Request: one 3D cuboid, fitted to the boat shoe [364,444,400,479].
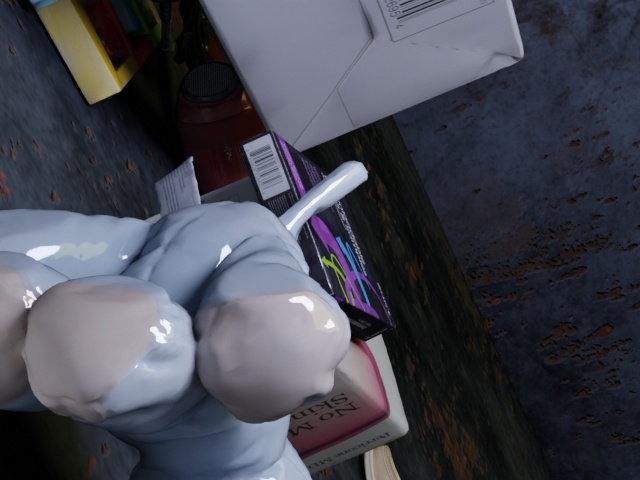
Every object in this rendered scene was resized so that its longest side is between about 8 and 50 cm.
[{"bbox_3d":[0.090,0.271,1.872,0.063,0.059,0.170,39,30,-68],"label":"boat shoe"}]

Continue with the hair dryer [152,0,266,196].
[{"bbox_3d":[-0.084,-0.135,1.727,0.223,0.080,0.293,-38,118,-82],"label":"hair dryer"}]

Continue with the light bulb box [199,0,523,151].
[{"bbox_3d":[-0.027,-0.326,1.522,0.358,0.225,0.361,63,6,-61],"label":"light bulb box"}]

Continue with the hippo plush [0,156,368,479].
[{"bbox_3d":[-0.094,0.105,1.078,0.294,0.234,0.236,-81,171,-72],"label":"hippo plush"}]

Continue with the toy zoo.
[{"bbox_3d":[-0.198,-0.220,1.564,0.293,0.030,0.192,-77,142,-73],"label":"toy zoo"}]

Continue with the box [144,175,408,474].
[{"bbox_3d":[-0.052,0.075,1.346,0.232,0.149,0.126,46,23,-61],"label":"box"}]

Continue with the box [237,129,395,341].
[{"bbox_3d":[0.000,0.000,1.274,0.162,0.029,0.116,35,33,-72],"label":"box"}]
